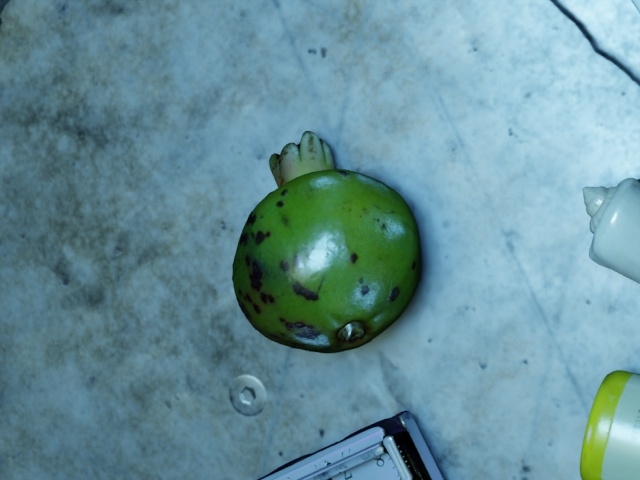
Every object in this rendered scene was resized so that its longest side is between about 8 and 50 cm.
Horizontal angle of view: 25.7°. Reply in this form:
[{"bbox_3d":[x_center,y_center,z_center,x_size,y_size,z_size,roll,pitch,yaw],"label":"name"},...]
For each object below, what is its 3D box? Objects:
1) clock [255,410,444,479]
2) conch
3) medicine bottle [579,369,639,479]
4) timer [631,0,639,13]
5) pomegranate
[{"bbox_3d":[0.038,0.310,1.514,0.253,0.083,0.186,-28,85,25],"label":"clock"},{"bbox_3d":[0.327,-0.001,1.339,0.176,0.104,0.094,32,148,14],"label":"conch"},{"bbox_3d":[0.364,0.204,1.330,0.212,0.122,0.122,13,102,22],"label":"medicine bottle"},{"bbox_3d":[0.353,-0.291,1.232,0.192,0.195,0.194,-34,83,24],"label":"timer"},{"bbox_3d":[0.000,0.000,1.452,0.202,0.202,0.248,-34,52,24],"label":"pomegranate"}]
